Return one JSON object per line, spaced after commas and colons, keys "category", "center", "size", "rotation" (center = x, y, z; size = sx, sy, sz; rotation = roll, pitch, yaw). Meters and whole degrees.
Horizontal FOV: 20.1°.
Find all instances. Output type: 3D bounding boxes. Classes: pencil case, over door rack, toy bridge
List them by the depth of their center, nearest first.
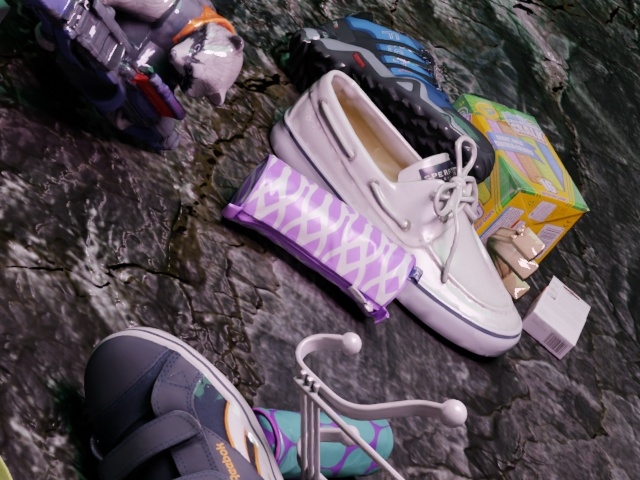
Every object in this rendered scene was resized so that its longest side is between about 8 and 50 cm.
{"category": "over door rack", "center": [0.081, 0.250, 1.388], "size": [0.108, 0.239, 0.324], "rotation": [-18, 44, -19]}
{"category": "pencil case", "center": [-0.008, 0.180, 1.607], "size": [0.152, 0.064, 0.070], "rotation": [6, 6, -45]}
{"category": "pencil case", "center": [0.000, 0.000, 1.856], "size": [0.206, 0.086, 0.088], "rotation": [35, 56, -8]}
{"category": "toy bridge", "center": [0.214, 0.016, 2.027], "size": [0.063, 0.026, 0.188], "rotation": [48, -11, 14]}

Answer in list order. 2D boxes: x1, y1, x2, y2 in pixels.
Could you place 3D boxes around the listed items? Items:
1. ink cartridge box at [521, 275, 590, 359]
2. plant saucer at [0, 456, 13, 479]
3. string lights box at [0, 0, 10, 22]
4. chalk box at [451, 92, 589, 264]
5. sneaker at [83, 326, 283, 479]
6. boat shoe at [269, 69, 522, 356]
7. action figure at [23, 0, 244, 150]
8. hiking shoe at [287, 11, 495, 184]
{"category": "ink cartridge box", "center": [0.276, 0.089, 2.117], "size": [0.063, 0.029, 0.115], "rotation": [41, 27, 0]}
{"category": "plant saucer", "center": [-0.320, 0.178, 1.260], "size": [0.241, 0.037, 0.241], "rotation": [30, 30, -19]}
{"category": "string lights box", "center": [-0.412, -0.254, 1.650], "size": [0.259, 0.133, 0.077], "rotation": [49, 30, 15]}
{"category": "chalk box", "center": [0.194, -0.080, 2.146], "size": [0.132, 0.132, 0.213], "rotation": [13, 38, -41]}
{"category": "sneaker", "center": [-0.099, 0.202, 1.400], "size": [0.321, 0.126, 0.127], "rotation": [53, 25, 17]}
{"category": "boat shoe", "center": [0.114, -0.047, 1.974], "size": [0.367, 0.156, 0.136], "rotation": [49, 30, 16]}
{"category": "action figure", "center": [-0.213, -0.241, 1.733], "size": [0.330, 0.178, 0.341], "rotation": [32, -10, 17]}
{"category": "hiking shoe", "center": [0.103, -0.178, 2.094], "size": [0.132, 0.113, 0.304], "rotation": [-33, 59, -31]}
